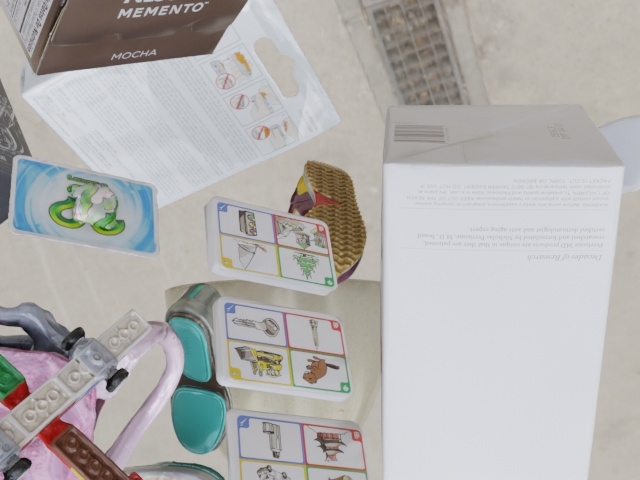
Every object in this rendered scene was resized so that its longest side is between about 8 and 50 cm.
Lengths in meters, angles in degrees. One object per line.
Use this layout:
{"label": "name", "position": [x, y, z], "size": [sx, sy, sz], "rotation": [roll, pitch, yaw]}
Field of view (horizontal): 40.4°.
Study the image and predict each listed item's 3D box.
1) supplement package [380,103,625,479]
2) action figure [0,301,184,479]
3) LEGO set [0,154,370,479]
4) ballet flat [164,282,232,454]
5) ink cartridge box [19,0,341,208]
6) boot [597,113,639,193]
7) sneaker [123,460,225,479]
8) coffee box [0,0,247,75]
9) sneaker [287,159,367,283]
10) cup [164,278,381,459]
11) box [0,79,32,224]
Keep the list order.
{"label": "supplement package", "position": [0.140, 0.046, 0.748], "size": [0.175, 0.177, 0.293], "rotation": [0, 113, 5]}
{"label": "action figure", "position": [-0.242, 0.248, 0.664], "size": [0.275, 0.370, 0.248], "rotation": [1, 162, 9]}
{"label": "LEGO set", "position": [-0.099, 0.051, 0.431], "size": [0.244, 0.182, 0.060], "rotation": [12, 141, -29]}
{"label": "ballet flat", "position": [-0.120, 0.136, 0.917], "size": [0.072, 0.068, 0.213], "rotation": [12, 128, 13]}
{"label": "ink cartridge box", "position": [-0.203, -0.223, 1.327], "size": [0.385, 0.091, 0.308], "rotation": [-24, 137, 10]}
{"label": "boot", "position": [0.356, -0.095, 1.140], "size": [0.258, 0.095, 0.123], "rotation": [-32, -178, 38]}
{"label": "sneaker", "position": [-0.213, 0.287, 0.925], "size": [0.302, 0.108, 0.121], "rotation": [-21, -177, 22]}
{"label": "coffee box", "position": [-0.194, -0.289, 0.687], "size": [0.168, 0.297, 0.119], "rotation": [-19, 162, -40]}
{"label": "sneaker", "position": [0.000, 0.000, 0.852], "size": [0.069, 0.185, 0.084], "rotation": [16, 123, -9]}
{"label": "cup", "position": [-0.048, 0.184, 1.215], "size": [0.331, 0.237, 0.331], "rotation": [-2, 172, 0]}
{"label": "box", "position": [-0.746, -0.214, 1.652], "size": [0.179, 0.312, 0.343], "rotation": [-36, 155, 13]}
